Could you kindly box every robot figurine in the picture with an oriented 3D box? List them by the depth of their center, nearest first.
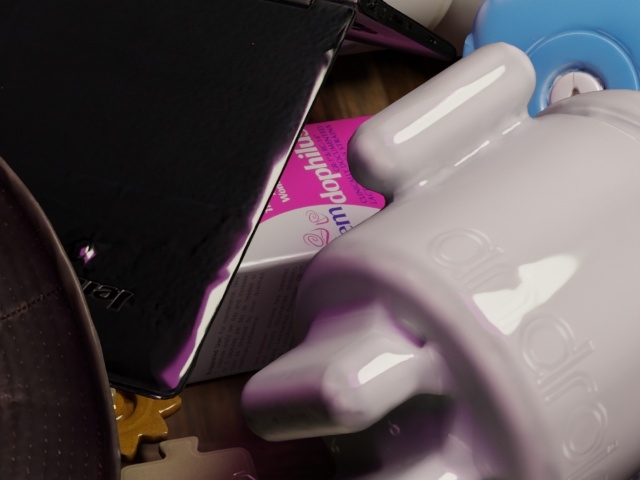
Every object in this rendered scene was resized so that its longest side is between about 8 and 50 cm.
[{"bbox_3d":[0.127,0.043,1.056,0.353,0.200,0.300,-33,102,-30],"label":"robot figurine"}]

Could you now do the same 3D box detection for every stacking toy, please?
[{"bbox_3d":[0.234,-0.088,1.330,0.302,0.165,0.175,1,81,-60],"label":"stacking toy"}]

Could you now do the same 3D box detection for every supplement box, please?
[{"bbox_3d":[0.000,0.000,1.207,0.220,0.114,0.111,-11,53,-26],"label":"supplement box"}]

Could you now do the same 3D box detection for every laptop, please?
[{"bbox_3d":[-0.164,-0.072,1.149,0.382,0.236,0.408,14,2,16],"label":"laptop"}]

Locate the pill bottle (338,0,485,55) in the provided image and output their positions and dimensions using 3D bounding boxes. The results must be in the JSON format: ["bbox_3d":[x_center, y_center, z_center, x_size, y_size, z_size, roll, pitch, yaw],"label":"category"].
[{"bbox_3d":[0.162,-0.262,1.432,0.392,0.224,0.224,-13,54,-29],"label":"pill bottle"}]

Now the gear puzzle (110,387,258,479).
[{"bbox_3d":[-0.104,0.193,1.038,0.175,0.044,0.339,-9,47,-14],"label":"gear puzzle"}]

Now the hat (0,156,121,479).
[{"bbox_3d":[-0.258,0.082,0.886,0.331,0.331,0.134,37,5,16],"label":"hat"}]
